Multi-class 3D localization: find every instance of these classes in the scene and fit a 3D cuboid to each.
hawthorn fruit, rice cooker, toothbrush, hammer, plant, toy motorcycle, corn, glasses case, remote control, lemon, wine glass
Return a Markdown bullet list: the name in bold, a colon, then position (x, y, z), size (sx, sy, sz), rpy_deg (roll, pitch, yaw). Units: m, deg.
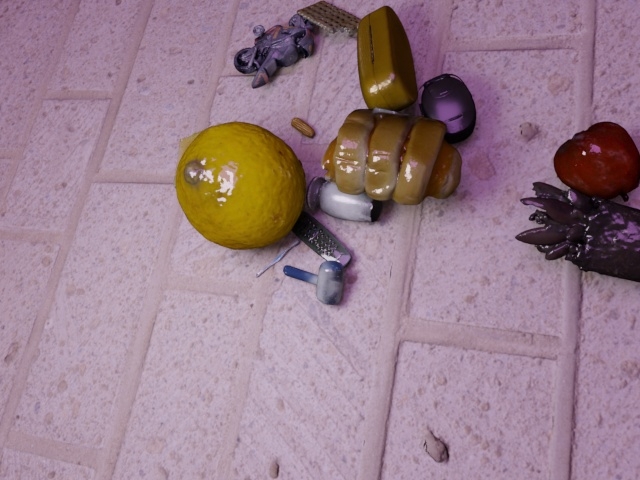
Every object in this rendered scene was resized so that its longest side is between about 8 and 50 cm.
- **hawthorn fruit**: position (0.680, -0.178, 1.418), size (0.185, 0.185, 0.202), rpy_deg (-37, 82, 1)
- **rice cooker**: position (0.350, -0.361, 1.613), size (0.142, 0.118, 0.203), rpy_deg (-20, 66, 10)
- **toothbrush**: position (-0.123, 0.051, 1.661), size (0.162, 0.017, 0.014), rpy_deg (-38, 61, 1)
- **hammer**: position (-0.024, 0.098, 1.580), size (0.193, 0.069, 0.116), rpy_deg (15, 105, 35)
- **plant**: position (0.616, -0.016, 1.346), size (0.320, 0.194, 0.182), rpy_deg (17, 99, 27)
- **toy motorcycle**: position (-0.129, -0.610, 1.865), size (0.307, 0.108, 0.173), rpy_deg (-38, 63, -5)
- **corn**: position (-0.053, -0.342, 1.779), size (0.092, 0.037, 0.037), rpy_deg (41, 86, 24)
- **glasses case**: position (0.180, -0.494, 1.669), size (0.141, 0.173, 0.371), rpy_deg (-22, 48, 27)
- **remote control**: position (0.000, 0.000, 1.628), size (0.072, 0.042, 0.222), rpy_deg (-46, 63, -3)
- **lemon**: position (-0.217, -0.145, 1.574), size (0.349, 0.387, 0.350), rpy_deg (-1, 87, 25)
- **wine glass**: position (0.065, -0.113, 1.612), size (0.204, 0.111, 0.111), rpy_deg (14, 74, 26)

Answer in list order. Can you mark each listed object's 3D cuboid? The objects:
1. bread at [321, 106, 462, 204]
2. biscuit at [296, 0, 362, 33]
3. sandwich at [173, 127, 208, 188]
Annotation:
- **bread**: position (0.198, -0.223, 1.502), size (0.341, 0.300, 0.210), rpy_deg (17, 117, 24)
- **biscuit**: position (0.035, -0.707, 1.866), size (0.203, 0.016, 0.144), rpy_deg (38, 54, 25)
- **sandwich**: position (-0.404, -0.265, 1.851), size (0.193, 0.058, 0.162), rpy_deg (-38, 62, 3)
